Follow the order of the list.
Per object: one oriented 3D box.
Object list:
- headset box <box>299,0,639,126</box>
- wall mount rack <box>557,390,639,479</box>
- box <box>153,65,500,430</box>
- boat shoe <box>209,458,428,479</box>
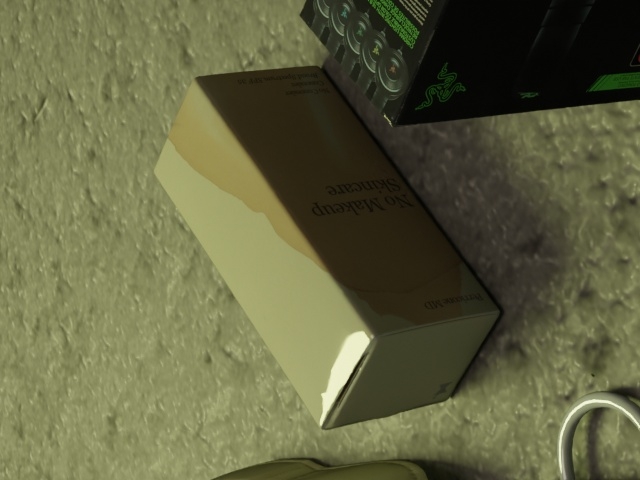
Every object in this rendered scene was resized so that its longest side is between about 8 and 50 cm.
[{"bbox_3d":[0.148,-0.219,1.323,0.131,0.246,0.283,53,134,34],"label":"headset box"},{"bbox_3d":[0.233,0.289,1.418,0.304,0.130,0.350,-12,88,54],"label":"wall mount rack"},{"bbox_3d":[0.000,0.000,1.659,0.311,0.148,0.121,54,135,30],"label":"box"},{"bbox_3d":[0.001,0.255,1.741,0.324,0.116,0.097,-9,95,58],"label":"boat shoe"}]
